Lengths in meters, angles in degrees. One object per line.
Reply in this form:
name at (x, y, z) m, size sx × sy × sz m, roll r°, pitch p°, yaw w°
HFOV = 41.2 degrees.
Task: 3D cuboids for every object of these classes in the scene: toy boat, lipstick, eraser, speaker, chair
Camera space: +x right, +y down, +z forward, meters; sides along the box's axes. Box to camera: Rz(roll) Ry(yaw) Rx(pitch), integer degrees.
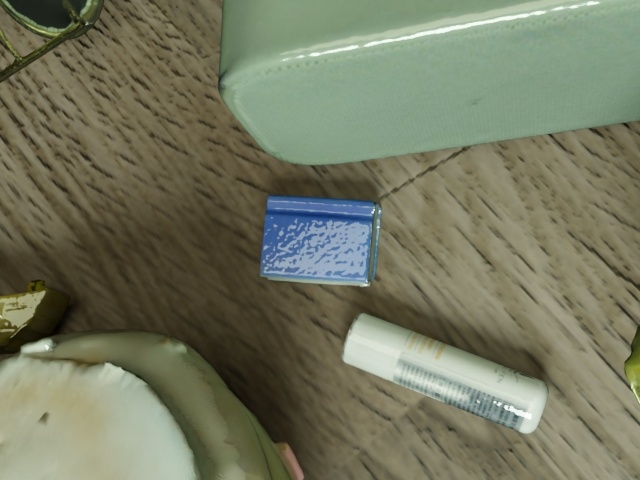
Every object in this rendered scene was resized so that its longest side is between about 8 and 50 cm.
toy boat at (-0.311, 0.050, 0.682) m, size 0.226 × 0.068 × 0.088 m, roll -4°, pitch 74°, yaw 13°
lipstick at (0.086, 0.092, 0.592) m, size 0.141 × 0.040 × 0.040 m, roll 20°, pitch 86°, yaw 15°
eraser at (0.000, 0.000, 0.635) m, size 0.084 × 0.027 × 0.063 m, roll 3°, pitch 80°, yaw 15°
speaker at (0.139, -0.183, 0.558) m, size 0.406 × 0.183 × 0.184 m, roll -7°, pitch 74°, yaw 13°
chair at (-0.232, -0.242, 0.683) m, size 0.160 × 0.170 × 0.326 m, roll 24°, pitch 43°, yaw 20°

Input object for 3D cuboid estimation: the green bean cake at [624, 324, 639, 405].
green bean cake at (0.335, 0.117, 0.454) m, size 0.285 × 0.202 × 0.310 m, roll -20°, pitch 88°, yaw -17°

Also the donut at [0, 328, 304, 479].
donut at (-0.161, 0.238, 0.516) m, size 0.382 × 0.142 × 0.383 m, roll -21°, pitch 50°, yaw 27°
